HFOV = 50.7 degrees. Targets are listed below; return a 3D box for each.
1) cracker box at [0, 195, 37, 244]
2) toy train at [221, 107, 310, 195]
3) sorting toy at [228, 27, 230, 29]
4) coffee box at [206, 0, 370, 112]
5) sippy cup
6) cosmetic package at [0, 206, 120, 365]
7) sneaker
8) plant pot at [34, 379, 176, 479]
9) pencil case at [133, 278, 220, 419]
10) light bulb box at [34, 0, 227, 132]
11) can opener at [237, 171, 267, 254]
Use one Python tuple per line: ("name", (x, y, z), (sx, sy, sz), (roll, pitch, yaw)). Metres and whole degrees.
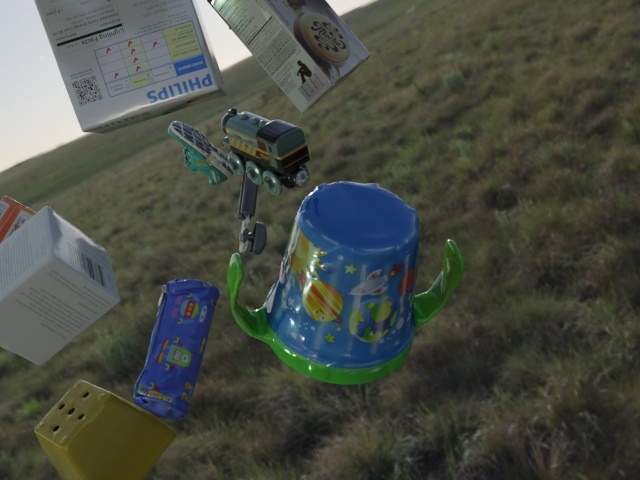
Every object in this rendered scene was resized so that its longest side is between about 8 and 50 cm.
("cracker box", (-0.547, 0.039, 1.304), (0.067, 0.232, 0.155), (21, 75, 38))
("toy train", (-0.158, -0.257, 1.887), (0.142, 0.190, 0.334), (-31, 41, -28))
("sorting toy", (-0.189, -0.528, 1.566), (0.083, 0.062, 0.012), (-39, 38, 0))
("coffee box", (-0.062, -0.434, 1.382), (0.119, 0.297, 0.168), (-34, 9, 46))
("sippy cup", (0.040, 0.046, 0.966), (0.240, 0.224, 0.306), (32, 44, 27))
("cosmetic package", (-0.463, 0.077, 1.128), (0.184, 0.151, 0.151), (-38, 42, 4))
("sneaker", (-0.401, -0.275, 2.203), (0.110, 0.275, 0.107), (-33, 39, 15))
("plant pot", (-0.491, 0.430, 1.489), (0.212, 0.187, 0.212), (6, 47, 44))
("pencil case", (-0.310, 0.223, 1.449), (0.119, 0.133, 0.305), (-29, 43, 49))
("light bulb box", (-0.458, -0.487, 1.673), (0.358, 0.360, 0.225), (-17, 8, 0))
("can opener", (-0.215, -0.090, 2.175), (0.095, 0.283, 0.076), (12, -19, -20))
